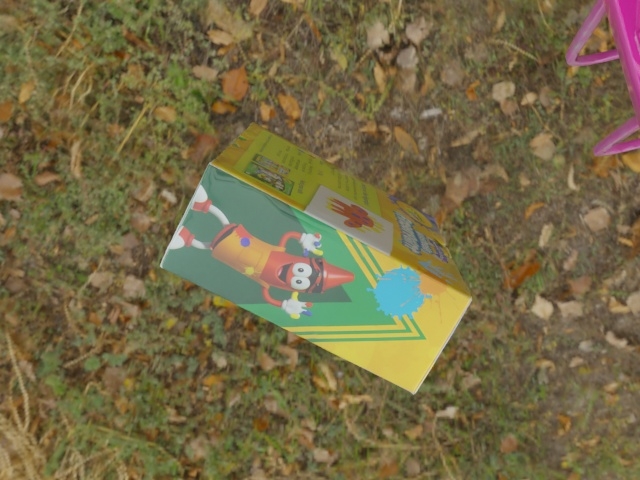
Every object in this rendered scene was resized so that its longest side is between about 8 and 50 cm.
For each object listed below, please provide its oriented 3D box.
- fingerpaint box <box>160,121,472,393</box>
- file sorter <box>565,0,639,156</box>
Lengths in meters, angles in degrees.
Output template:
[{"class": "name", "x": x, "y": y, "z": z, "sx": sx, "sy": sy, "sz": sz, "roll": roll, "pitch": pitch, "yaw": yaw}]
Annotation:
[{"class": "fingerpaint box", "x": 0.000, "y": 0.000, "z": 1.199, "sx": 0.371, "sy": 0.445, "sz": 0.163, "roll": 27, "pitch": 104, "yaw": -6}, {"class": "file sorter", "x": 0.222, "y": -0.210, "z": 0.448, "sx": 0.202, "sy": 0.182, "sz": 0.290, "roll": -14, "pitch": 86, "yaw": 6}]
